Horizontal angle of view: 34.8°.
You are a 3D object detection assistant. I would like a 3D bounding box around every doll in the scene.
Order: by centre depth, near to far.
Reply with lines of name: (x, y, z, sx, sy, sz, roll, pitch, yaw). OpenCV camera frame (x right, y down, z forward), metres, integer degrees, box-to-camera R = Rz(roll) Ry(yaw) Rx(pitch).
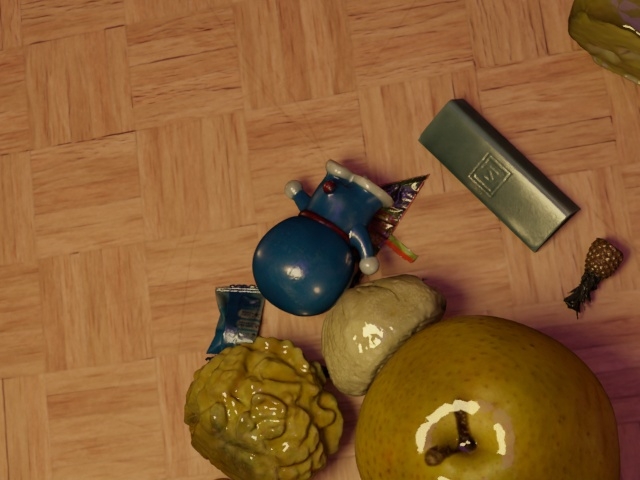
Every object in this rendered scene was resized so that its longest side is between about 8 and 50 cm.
doll: (0.000, 0.000, 1.624, 0.215, 0.161, 0.257, 30, 76, 32)

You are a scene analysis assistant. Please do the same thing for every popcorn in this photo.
popcorn: (-0.085, 0.266, 1.571, 0.249, 0.249, 0.225, 24, 57, 14)

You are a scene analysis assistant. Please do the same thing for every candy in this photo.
candy: (-0.139, 0.136, 1.684, 0.088, 0.038, 0.136, 3, 72, 9)

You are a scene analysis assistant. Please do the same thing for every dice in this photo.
dice: (0.526, -0.363, 1.529, 0.233, 0.238, 0.227, 31, 89, 14)

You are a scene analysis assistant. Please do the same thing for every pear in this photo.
pear: (0.226, 0.283, 1.391, 0.362, 0.418, 0.363, -2, 82, 17)

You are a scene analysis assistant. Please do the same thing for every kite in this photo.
kite: (0.088, -0.029, 1.677, 0.183, 0.014, 0.241, 38, 88, 14)

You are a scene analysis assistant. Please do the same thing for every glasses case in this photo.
glasses case: (0.282, -0.110, 1.629, 0.105, 0.056, 0.266, -44, 75, 1)

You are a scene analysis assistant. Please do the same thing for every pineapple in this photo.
pineapple: (0.415, 0.057, 1.579, 0.058, 0.058, 0.124, 37, 96, 15)

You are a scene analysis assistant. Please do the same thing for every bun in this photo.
bun: (0.085, 0.130, 1.549, 0.220, 0.220, 0.134, -46, 78, 1)

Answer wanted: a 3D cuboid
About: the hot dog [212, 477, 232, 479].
hot dog: (-0.224, 0.466, 1.630, 0.250, 0.076, 0.104, -37, 95, 7)
